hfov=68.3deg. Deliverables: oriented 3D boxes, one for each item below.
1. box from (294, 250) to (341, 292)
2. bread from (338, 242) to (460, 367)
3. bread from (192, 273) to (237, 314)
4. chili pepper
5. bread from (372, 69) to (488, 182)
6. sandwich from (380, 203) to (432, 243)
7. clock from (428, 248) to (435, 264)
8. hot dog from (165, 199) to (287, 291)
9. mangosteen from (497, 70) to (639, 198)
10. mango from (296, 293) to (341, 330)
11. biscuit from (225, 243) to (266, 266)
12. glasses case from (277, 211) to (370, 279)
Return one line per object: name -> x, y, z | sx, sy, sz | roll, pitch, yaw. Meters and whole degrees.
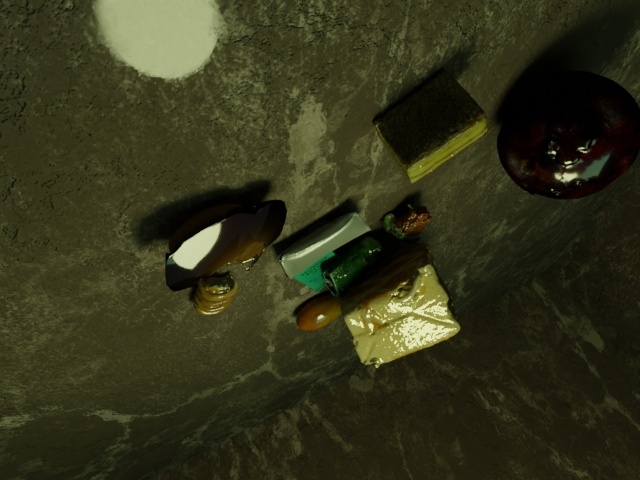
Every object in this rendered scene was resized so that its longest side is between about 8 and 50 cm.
box -> 0.002, 0.101, 1.686 | 0.161, 0.042, 0.226 | -36, 151, 7
bread -> 0.271, 0.219, 1.709 | 0.390, 0.279, 0.371 | -28, -168, 16
bread -> -0.322, 0.168, 1.443 | 0.119, 0.084, 0.177 | -10, 150, -33
chili pepper -> 0.131, 0.075, 1.670 | 0.270, 0.099, 0.136 | -37, 121, -17
bread -> 0.276, -0.282, 1.191 | 0.234, 0.184, 0.110 | -34, 155, 9
sandwich -> 0.317, -0.068, 1.666 | 0.160, 0.109, 0.185 | -45, 155, 23
clock -> 0.333, 0.177, 2.061 | 0.322, 0.113, 0.295 | -22, 151, -13
hot dog -> -0.252, -0.009, 1.189 | 0.326, 0.107, 0.194 | -19, 133, -30
mangosteen -> 0.715, -0.319, 1.415 | 0.381, 0.421, 0.380 | 0, 117, 0
mango -> 0.017, 0.282, 1.919 | 0.254, 0.113, 0.138 | -28, 152, -10
biscuit -> -0.237, 0.015, 1.326 | 0.215, 0.034, 0.182 | -10, 145, -34
glasses case -> -0.001, -0.001, 1.484 | 0.308, 0.083, 0.128 | -31, 146, 1
